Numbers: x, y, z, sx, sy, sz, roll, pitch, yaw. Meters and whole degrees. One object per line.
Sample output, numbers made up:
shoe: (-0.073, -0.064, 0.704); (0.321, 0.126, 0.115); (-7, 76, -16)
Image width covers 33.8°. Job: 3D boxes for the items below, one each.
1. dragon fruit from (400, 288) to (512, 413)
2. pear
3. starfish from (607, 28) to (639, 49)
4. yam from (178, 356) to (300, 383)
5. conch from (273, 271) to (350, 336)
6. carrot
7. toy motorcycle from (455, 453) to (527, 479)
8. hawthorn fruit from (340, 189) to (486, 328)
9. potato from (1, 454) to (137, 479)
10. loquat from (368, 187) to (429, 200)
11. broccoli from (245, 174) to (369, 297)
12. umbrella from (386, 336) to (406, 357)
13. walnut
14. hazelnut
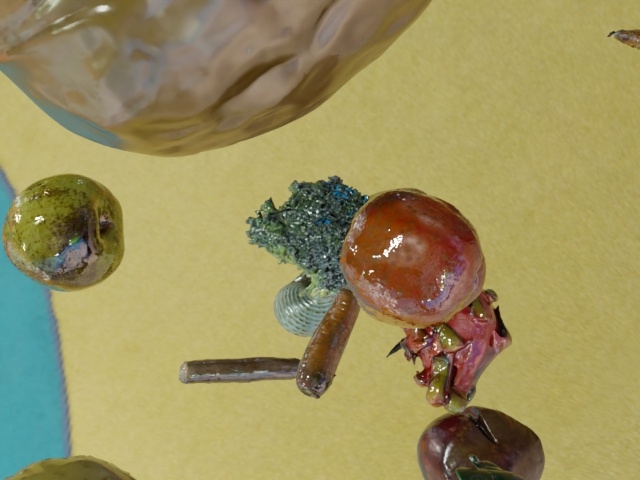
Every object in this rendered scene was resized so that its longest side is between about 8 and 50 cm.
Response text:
dragon fruit: (0.167, 0.133, 1.349); (0.150, 0.133, 0.207); (11, 48, -5)
pear: (-0.420, -0.010, 1.700); (0.197, 0.197, 0.197); (-10, 70, 28)
starfish: (0.354, -0.155, 0.844); (0.240, 0.227, 0.043); (-48, 36, 44)
yam: (-0.152, 0.251, 2.026); (0.057, 0.241, 0.056); (179, 90, -67)
conch: (-0.004, 0.097, 1.764); (0.153, 0.102, 0.135); (-13, 44, 33)
carrot: (0.014, 0.152, 1.597); (0.060, 0.060, 0.186); (6, 58, 32)
toy motorcycle: (0.174, 0.381, 1.330); (0.275, 0.187, 0.124); (-34, 35, 7)
hawthorn fruit: (0.078, 0.018, 0.868); (0.128, 0.128, 0.128); (-10, 70, 28)
potato: (-0.070, 0.156, 0.425); (0.170, 0.107, 0.080); (36, 106, 15)
loquat: (0.121, -0.001, 1.883); (0.227, 0.179, 0.179); (-28, 62, 18)
broccoli: (0.000, 0.000, 1.280); (0.167, 0.160, 0.154); (-23, 78, -15)
umbrella: (0.135, 0.156, 1.638); (0.022, 0.149, 0.022); (5, 107, 21)
walnut: (-0.080, -0.254, 0.754); (0.398, 0.354, 0.308); (-44, 29, -1)
hazelnut: (0.255, 0.356, 1.675); (0.178, 0.204, 0.178); (175, 90, -66)
